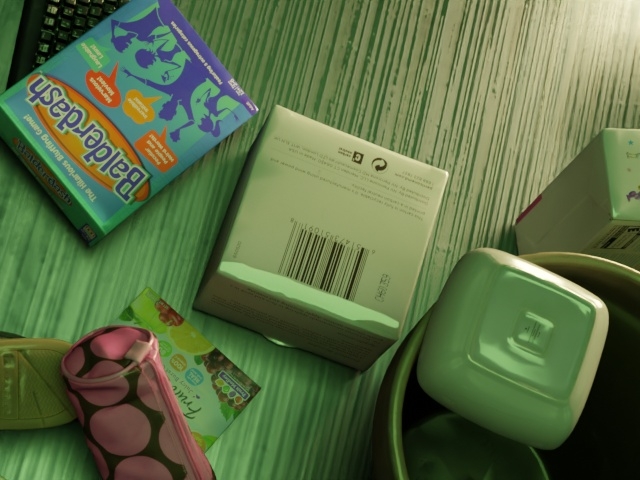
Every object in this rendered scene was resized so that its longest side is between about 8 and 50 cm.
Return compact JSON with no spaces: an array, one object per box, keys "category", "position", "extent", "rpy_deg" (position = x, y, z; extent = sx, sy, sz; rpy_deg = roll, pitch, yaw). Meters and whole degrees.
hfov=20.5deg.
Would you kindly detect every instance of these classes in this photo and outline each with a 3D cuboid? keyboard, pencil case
[{"category":"keyboard","position":[-0.259,-0.244,1.708],"extent":[0.201,0.033,0.317],"rpy_deg":[12,68,-12]},{"category":"pencil case","position":[-0.144,0.175,1.520],"extent":[0.095,0.098,0.209],"rpy_deg":[-39,116,-36]}]

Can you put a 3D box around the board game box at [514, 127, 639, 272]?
[{"category":"board game box","position":[0.370,-0.016,1.706],"extent":[0.303,0.224,0.098],"rpy_deg":[2,69,-16]}]

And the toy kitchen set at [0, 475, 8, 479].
[{"category":"toy kitchen set","position":[-0.291,0.224,1.513],"extent":[0.083,0.075,0.068],"rpy_deg":[35,67,-3]}]

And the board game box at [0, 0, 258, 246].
[{"category":"board game box","position":[-0.184,-0.120,1.656],"extent":[0.210,0.047,0.160],"rpy_deg":[-42,96,-29]}]

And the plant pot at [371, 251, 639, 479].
[{"category":"plant pot","position":[0.175,0.202,1.543],"extent":[0.323,0.280,0.323],"rpy_deg":[5,71,-14]}]

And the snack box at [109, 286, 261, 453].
[{"category":"snack box","position":[-0.140,0.126,1.611],"extent":[0.141,0.037,0.100],"rpy_deg":[41,67,0]}]

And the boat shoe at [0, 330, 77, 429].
[{"category":"boat shoe","position":[-0.342,0.118,1.522],"extent":[0.285,0.092,0.103],"rpy_deg":[1,86,-20]}]

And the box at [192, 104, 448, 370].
[{"category":"box","position":[0.000,0.000,1.650],"extent":[0.181,0.119,0.182],"rpy_deg":[21,67,-8]}]

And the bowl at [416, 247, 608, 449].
[{"category":"bowl","position":[0.158,0.080,1.401],"extent":[0.142,0.053,0.142],"rpy_deg":[25,68,-6]}]
